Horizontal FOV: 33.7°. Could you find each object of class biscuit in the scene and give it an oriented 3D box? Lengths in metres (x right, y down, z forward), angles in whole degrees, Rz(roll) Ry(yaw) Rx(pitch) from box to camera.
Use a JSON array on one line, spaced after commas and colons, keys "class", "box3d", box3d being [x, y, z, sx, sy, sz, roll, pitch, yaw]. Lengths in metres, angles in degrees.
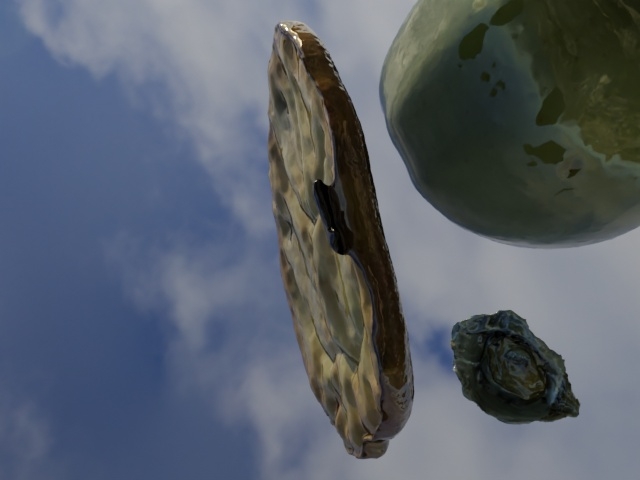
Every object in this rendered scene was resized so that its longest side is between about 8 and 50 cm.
[{"class": "biscuit", "box3d": [0.005, -0.001, 0.618, 0.041, 0.203, 0.260, -10, -93, -10]}]

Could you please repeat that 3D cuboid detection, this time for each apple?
[{"class": "apple", "box3d": [0.239, -0.158, 1.099, 0.357, 0.357, 0.357, 25, -137, -26]}]

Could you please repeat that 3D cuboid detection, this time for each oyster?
[{"class": "oyster", "box3d": [0.156, 0.099, 0.852, 0.037, 0.098, 0.100, -72, -27, -73]}]
